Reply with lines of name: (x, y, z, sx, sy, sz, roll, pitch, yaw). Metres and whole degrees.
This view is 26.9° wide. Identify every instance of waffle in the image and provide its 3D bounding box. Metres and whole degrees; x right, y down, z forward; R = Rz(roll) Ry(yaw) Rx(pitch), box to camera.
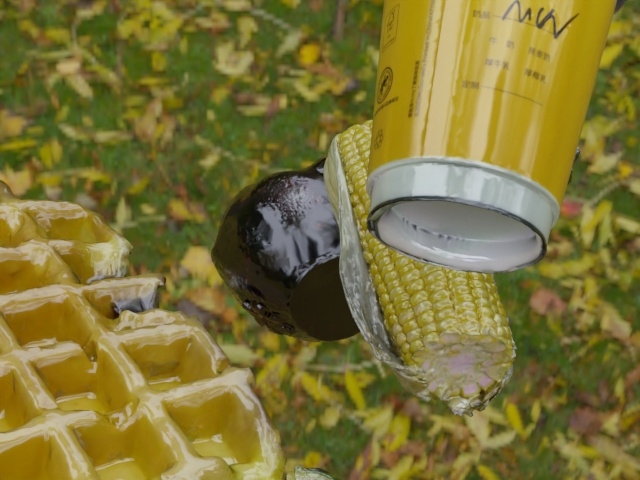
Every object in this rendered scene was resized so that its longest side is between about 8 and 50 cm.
waffle: (-0.150, 0.056, 0.598, 0.310, 0.065, 0.283, 16, 31, 7)

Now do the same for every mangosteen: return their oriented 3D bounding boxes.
mangosteen: (0.000, 0.004, 1.862, 0.288, 0.287, 0.233, -17, 37, -17)

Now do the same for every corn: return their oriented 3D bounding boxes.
corn: (0.088, 0.016, 1.232, 0.122, 0.123, 0.305, -32, 49, 17)

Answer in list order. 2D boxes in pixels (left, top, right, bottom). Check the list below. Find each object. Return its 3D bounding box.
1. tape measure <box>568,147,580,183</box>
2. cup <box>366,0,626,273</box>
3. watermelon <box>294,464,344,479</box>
tape measure: (0.237, -0.069, 1.463, 0.094, 0.091, 0.054, -35, 71, -17)
cup: (0.124, -0.127, 0.993, 0.197, 0.196, 0.279, 10, 69, 5)
watermelon: (0.018, 0.276, 1.137, 0.087, 0.069, 0.163, 8, 83, -27)
